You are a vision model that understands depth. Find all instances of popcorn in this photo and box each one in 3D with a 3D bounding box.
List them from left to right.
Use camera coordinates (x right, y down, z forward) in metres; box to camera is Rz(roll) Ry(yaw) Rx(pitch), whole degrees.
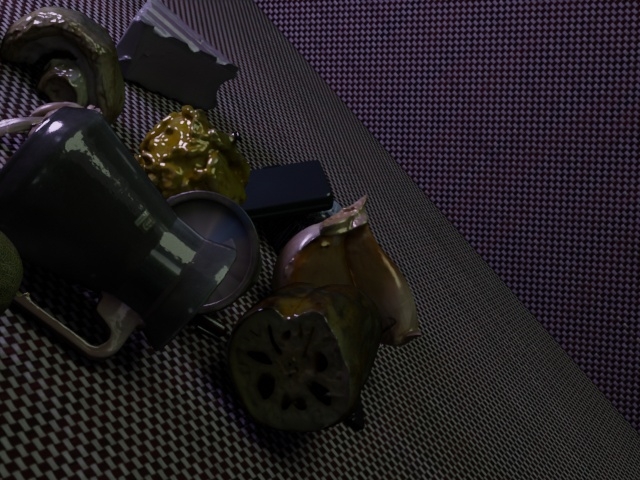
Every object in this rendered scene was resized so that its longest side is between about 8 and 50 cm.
[{"bbox_3d":[-0.244,-0.150,1.980,0.249,0.225,0.249,39,15,-12],"label":"popcorn"}]

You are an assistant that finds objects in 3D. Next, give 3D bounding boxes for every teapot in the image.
[{"bbox_3d":[-0.328,0.002,1.490,0.344,0.300,0.253,40,-24,-9],"label":"teapot"}]

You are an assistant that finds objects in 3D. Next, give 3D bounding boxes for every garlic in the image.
[{"bbox_3d":[-0.479,-0.180,1.756,0.194,0.127,0.131,-6,29,-33],"label":"garlic"},{"bbox_3d":[0.056,0.092,2.048,0.286,0.249,0.313,-44,116,-58],"label":"garlic"}]

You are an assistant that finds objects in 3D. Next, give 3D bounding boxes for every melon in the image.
[{"bbox_3d":[-0.465,0.035,1.289,0.192,0.139,0.139,30,24,-26],"label":"melon"}]

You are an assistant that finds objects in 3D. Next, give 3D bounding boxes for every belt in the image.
[{"bbox_3d":[0.000,0.000,2.328,0.260,0.122,0.325,15,32,-43],"label":"belt"}]

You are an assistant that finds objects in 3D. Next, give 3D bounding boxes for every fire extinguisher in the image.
[{"bbox_3d":[-0.191,0.156,1.757,0.100,0.032,0.046,36,10,-9],"label":"fire extinguisher"}]

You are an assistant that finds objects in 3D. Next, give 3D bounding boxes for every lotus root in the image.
[{"bbox_3d":[-0.013,0.189,1.748,0.250,0.250,0.346,47,20,5],"label":"lotus root"}]

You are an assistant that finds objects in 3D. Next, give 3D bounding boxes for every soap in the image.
[{"bbox_3d":[-0.350,-0.419,2.393,0.302,0.159,0.258,37,17,-15],"label":"soap"}]

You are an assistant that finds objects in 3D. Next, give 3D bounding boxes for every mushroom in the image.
[{"bbox_3d":[-0.485,-0.364,2.007,0.267,0.164,0.189,43,21,-5],"label":"mushroom"}]

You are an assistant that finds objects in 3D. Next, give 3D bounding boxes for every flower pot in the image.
[{"bbox_3d":[-0.198,0.030,1.762,0.212,0.212,0.202,48,-1,8],"label":"flower pot"}]

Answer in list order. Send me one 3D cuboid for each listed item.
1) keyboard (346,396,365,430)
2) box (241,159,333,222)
[{"bbox_3d":[0.041,0.264,2.027,0.101,0.018,0.310,37,21,-21],"label":"keyboard"},{"bbox_3d":[-0.095,-0.109,2.242,0.160,0.230,0.050,-110,-167,-50],"label":"box"}]
